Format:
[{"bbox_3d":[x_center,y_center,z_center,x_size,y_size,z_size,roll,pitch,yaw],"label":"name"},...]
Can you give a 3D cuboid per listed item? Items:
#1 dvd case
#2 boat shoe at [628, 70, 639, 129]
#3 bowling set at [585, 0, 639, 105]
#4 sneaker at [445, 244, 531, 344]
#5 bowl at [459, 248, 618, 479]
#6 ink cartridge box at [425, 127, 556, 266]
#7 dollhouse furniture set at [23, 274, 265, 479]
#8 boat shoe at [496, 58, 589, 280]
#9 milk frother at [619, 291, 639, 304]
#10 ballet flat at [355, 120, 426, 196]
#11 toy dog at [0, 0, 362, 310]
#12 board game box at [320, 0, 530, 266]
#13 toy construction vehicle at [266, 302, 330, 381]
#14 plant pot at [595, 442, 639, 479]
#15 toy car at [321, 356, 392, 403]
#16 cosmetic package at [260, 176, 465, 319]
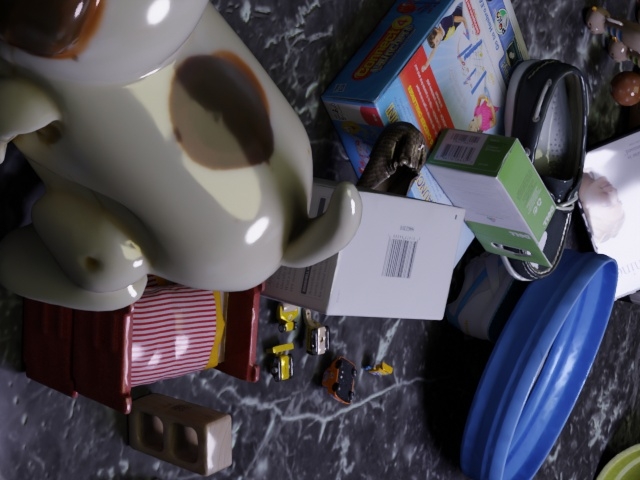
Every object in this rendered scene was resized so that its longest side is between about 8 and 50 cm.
[{"bbox_3d":[0.496,-0.048,2.268,0.180,0.022,0.253,-22,107,0],"label":"dvd case"},{"bbox_3d":[0.545,-0.124,2.375,0.123,0.123,0.342,27,76,-55],"label":"boat shoe"},{"bbox_3d":[0.471,-0.322,2.234,0.200,0.154,0.287,-51,140,-3],"label":"bowling set"},{"bbox_3d":[0.262,0.036,2.071,0.228,0.092,0.087,-56,139,-22],"label":"sneaker"},{"bbox_3d":[0.317,0.191,2.112,0.391,0.077,0.391,-50,154,-35],"label":"bowl"},{"bbox_3d":[0.229,-0.054,1.850,0.062,0.109,0.209,-61,139,-20],"label":"ink cartridge box"},{"bbox_3d":[-0.183,0.210,1.503,0.201,0.152,0.374,-12,109,-50],"label":"dollhouse furniture set"},{"bbox_3d":[0.296,-0.087,1.923,0.114,0.091,0.302,-10,105,-28],"label":"boat shoe"},{"bbox_3d":[0.519,0.098,2.386,0.129,0.135,0.143,1,99,-51],"label":"milk frother"},{"bbox_3d":[0.064,-0.028,1.760,0.084,0.058,0.250,12,118,-30],"label":"ballet flat"},{"bbox_3d":[-0.173,-0.139,1.243,0.284,0.395,0.408,-43,140,-25],"label":"toy dog"},{"bbox_3d":[0.162,-0.170,1.895,0.302,0.086,0.308,-53,136,-29],"label":"board game box"},{"bbox_3d":[-0.032,0.115,1.776,0.086,0.035,0.098,-13,108,-38],"label":"toy construction vehicle"},{"bbox_3d":[0.641,0.487,2.575,0.254,0.276,0.276,13,90,-64],"label":"plant pot"},{"bbox_3d":[0.044,0.186,1.878,0.122,0.041,0.060,14,67,-50],"label":"toy car"},{"bbox_3d":[0.000,0.000,1.621,0.224,0.225,0.138,7,97,-52],"label":"cosmetic package"}]
